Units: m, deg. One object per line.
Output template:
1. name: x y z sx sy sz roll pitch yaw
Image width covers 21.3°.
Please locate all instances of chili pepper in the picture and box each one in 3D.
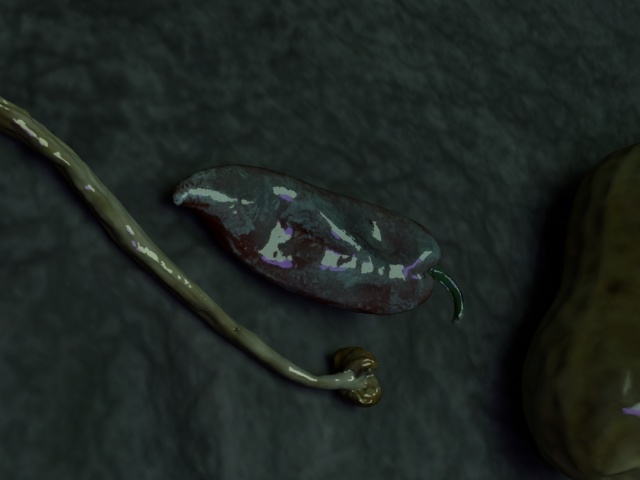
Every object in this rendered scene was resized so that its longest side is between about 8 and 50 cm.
1. chili pepper: 0.000 0.001 0.762 0.153 0.041 0.050 17 45 -21

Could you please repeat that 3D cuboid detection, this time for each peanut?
1. peanut: 0.168 0.026 0.872 0.103 0.098 0.229 83 26 -55

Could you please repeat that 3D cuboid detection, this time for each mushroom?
1. mushroom: -0.075 -0.003 0.709 0.286 0.026 0.028 36 40 -28
